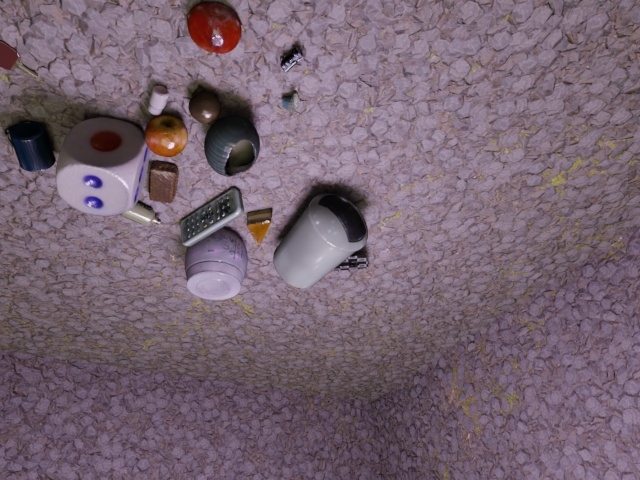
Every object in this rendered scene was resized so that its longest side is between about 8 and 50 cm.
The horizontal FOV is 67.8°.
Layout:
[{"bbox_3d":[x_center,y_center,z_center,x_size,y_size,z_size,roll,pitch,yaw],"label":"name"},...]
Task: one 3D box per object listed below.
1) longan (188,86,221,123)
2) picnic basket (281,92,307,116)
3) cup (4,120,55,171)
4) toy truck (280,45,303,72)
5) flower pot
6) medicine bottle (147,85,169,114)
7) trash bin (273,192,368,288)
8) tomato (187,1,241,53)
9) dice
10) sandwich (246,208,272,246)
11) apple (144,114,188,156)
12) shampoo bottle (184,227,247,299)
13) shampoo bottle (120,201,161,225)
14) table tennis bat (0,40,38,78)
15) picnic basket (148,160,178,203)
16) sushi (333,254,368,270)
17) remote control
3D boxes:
[{"bbox_3d":[-0.385,-0.445,1.573,0.106,0.106,0.119,-19,100,18],"label":"longan"},{"bbox_3d":[-0.087,-0.458,1.609,0.083,0.065,0.083,18,136,7],"label":"picnic basket"},{"bbox_3d":[-1.013,-0.327,1.642,0.150,0.113,0.138,2,139,-11],"label":"cup"},{"bbox_3d":[-0.091,-0.566,1.491,0.083,0.039,0.044,-30,151,31],"label":"toy truck"},{"bbox_3d":[-0.307,-0.327,1.649,0.189,0.157,0.243,-16,162,-27],"label":"flower pot"},{"bbox_3d":[-0.534,-0.461,1.566,0.052,0.052,0.089,17,136,-25],"label":"medicine bottle"},{"bbox_3d":[0.000,0.000,2.016,0.281,0.280,0.432,18,139,-25],"label":"trash bin"},{"bbox_3d":[-0.310,-0.604,1.380,0.159,0.091,0.139,15,136,-19],"label":"tomato"},{"bbox_3d":[-0.742,-0.253,1.647,0.243,0.259,0.251,11,140,-15],"label":"dice"},{"bbox_3d":[-0.243,-0.054,2.073,0.114,0.079,0.163,-9,140,8],"label":"sandwich"},{"bbox_3d":[-0.529,-0.354,1.635,0.147,0.146,0.146,-3,141,-2],"label":"apple"},{"bbox_3d":[-0.460,0.105,2.105,0.273,0.266,0.273,-3,142,-3],"label":"shampoo bottle"},{"bbox_3d":[-0.736,-0.107,1.964,0.162,0.079,0.079,27,132,-33],"label":"shampoo bottle"},{"bbox_3d":[-0.944,-0.551,1.452,0.087,0.013,0.156,-34,131,29],"label":"table tennis bat"},{"bbox_3d":[-0.615,-0.220,1.856,0.110,0.054,0.193,8,141,-15],"label":"picnic basket"},{"bbox_3d":[0.119,0.090,2.307,0.215,0.050,0.192,-6,157,8],"label":"sushi"},{"bbox_3d":[-0.450,-0.090,1.975,0.335,0.127,0.066,-27,149,26],"label":"remote control"}]
